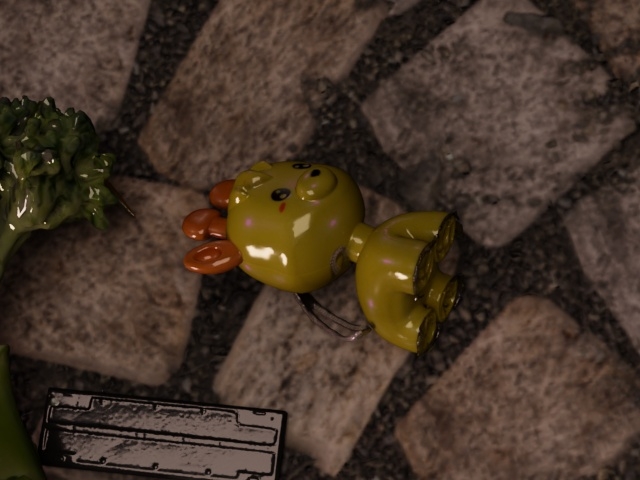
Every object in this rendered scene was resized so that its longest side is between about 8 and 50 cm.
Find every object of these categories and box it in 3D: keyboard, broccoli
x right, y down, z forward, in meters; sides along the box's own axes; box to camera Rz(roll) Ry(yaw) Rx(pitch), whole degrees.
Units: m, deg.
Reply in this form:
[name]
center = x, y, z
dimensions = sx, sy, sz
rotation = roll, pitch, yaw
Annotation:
[keyboard]
center = -0.129, 0.158, 1.257
dimensions = 0.202, 0.011, 0.067
rotation = 4, 77, 11
[broccoli]
center = -0.362, 0.087, 1.239
dimensions = 0.353, 0.275, 0.397
rotation = 0, 95, 28

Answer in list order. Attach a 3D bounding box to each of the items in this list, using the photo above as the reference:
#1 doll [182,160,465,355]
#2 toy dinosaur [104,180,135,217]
[doll]
center = 0.000, 0.000, 1.231
dimensions = 0.221, 0.135, 0.143
rotation = 16, 46, 19
[toy dinosaur]
center = -0.203, -0.048, 1.317
dimensions = 0.041, 0.026, 0.113
rotation = -36, 62, -20
